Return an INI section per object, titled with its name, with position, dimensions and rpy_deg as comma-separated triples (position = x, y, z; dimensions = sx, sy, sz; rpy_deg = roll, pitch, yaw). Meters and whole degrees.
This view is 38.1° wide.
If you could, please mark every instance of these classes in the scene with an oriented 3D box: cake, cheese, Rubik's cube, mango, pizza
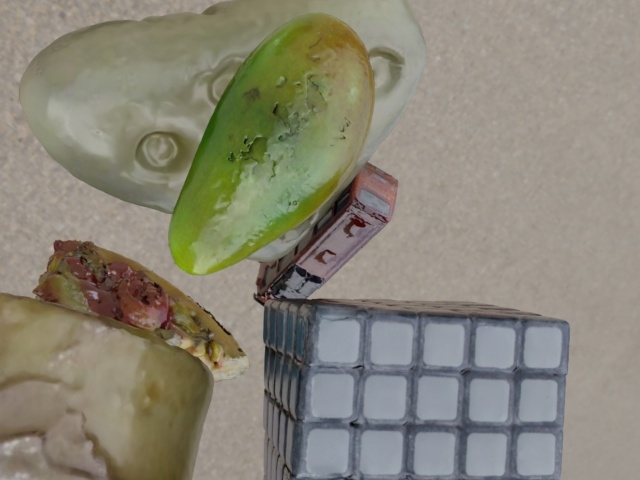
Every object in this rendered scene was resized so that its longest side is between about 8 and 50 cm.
[cake]
position = -0.275, 0.233, 0.827
dimensions = 0.332, 0.332, 0.321
rpy_deg = 56, 42, -58
[cheese]
position = -0.076, -0.161, 0.916
dimensions = 0.351, 0.130, 0.328
rpy_deg = 30, 113, -38
[Rubik's cube]
position = 0.073, 0.175, 0.856
dimensions = 0.238, 0.237, 0.237
rpy_deg = 2, 88, -10
[mango]
position = -0.038, -0.070, 0.731
dimensions = 0.111, 0.125, 0.233
rpy_deg = 33, 86, -24
[pizza]
position = -0.358, 0.123, 1.541
dimensions = 0.406, 0.440, 0.130
rpy_deg = -16, 132, -64

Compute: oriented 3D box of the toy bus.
[toy bus]
position = 0.000, 0.000, 1.076
dimensions = 0.235, 0.073, 0.096
rpy_deg = -45, -158, 40
